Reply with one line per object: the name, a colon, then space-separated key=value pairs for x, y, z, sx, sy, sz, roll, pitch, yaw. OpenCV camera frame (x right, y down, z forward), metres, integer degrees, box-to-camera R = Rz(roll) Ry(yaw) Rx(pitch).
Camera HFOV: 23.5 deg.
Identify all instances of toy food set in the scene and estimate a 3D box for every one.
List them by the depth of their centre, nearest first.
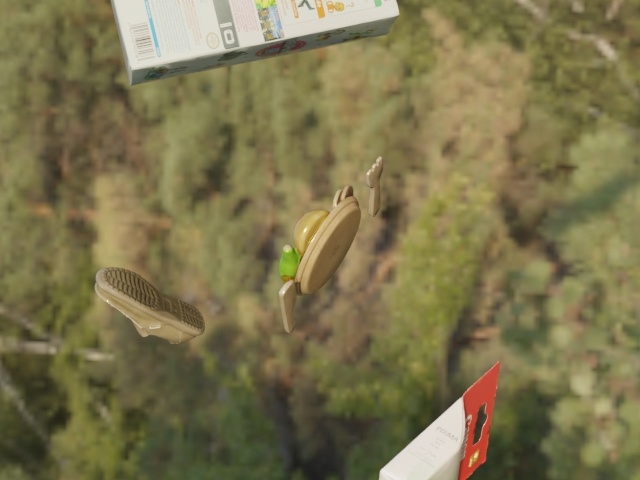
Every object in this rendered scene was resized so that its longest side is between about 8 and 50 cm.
toy food set: x=0.000 y=0.000 z=1.663 sx=0.192 sy=0.038 sz=0.132 roll=-53 pitch=-16 yaw=-21

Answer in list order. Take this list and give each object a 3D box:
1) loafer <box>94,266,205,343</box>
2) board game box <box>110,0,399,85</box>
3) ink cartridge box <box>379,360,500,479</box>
loafer: x=-0.202 y=0.082 z=1.771 sx=0.050 sy=0.148 sz=0.056 roll=-45 pitch=29 yaw=25
board game box: x=-0.087 y=-0.313 z=1.714 sx=0.097 sy=0.303 sz=0.224 roll=127 pitch=130 yaw=-80
ink cartridge box: x=0.147 y=0.267 z=1.741 sx=0.056 sy=0.224 sz=0.181 roll=32 pitch=139 yaw=29
